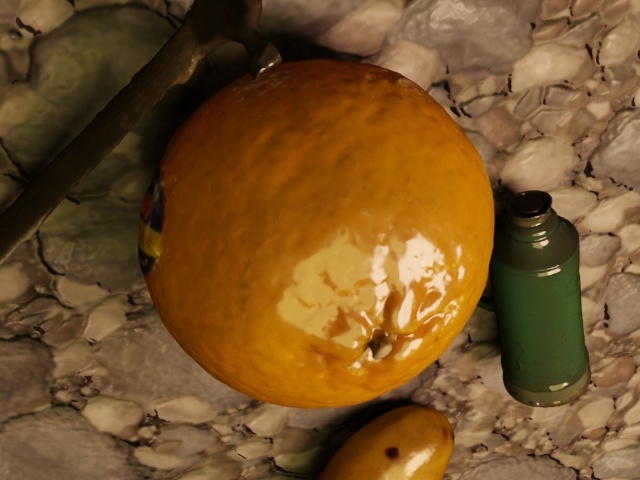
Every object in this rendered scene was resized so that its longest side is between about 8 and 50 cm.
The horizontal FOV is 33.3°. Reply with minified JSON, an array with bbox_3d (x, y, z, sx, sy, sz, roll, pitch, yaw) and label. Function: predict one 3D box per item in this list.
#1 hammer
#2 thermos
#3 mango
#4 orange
[{"bbox_3d":[-0.140,-0.056,0.642,0.297,0.125,0.027,-42,146,27],"label":"hammer"},{"bbox_3d":[0.168,0.040,0.838,0.073,0.083,0.187,-32,132,-21],"label":"thermos"},{"bbox_3d":[0.049,0.220,0.921,0.115,0.090,0.178,-3,125,-32],"label":"mango"},{"bbox_3d":[0.000,-0.002,0.656,0.219,0.193,0.219,-7,106,-25],"label":"orange"}]
